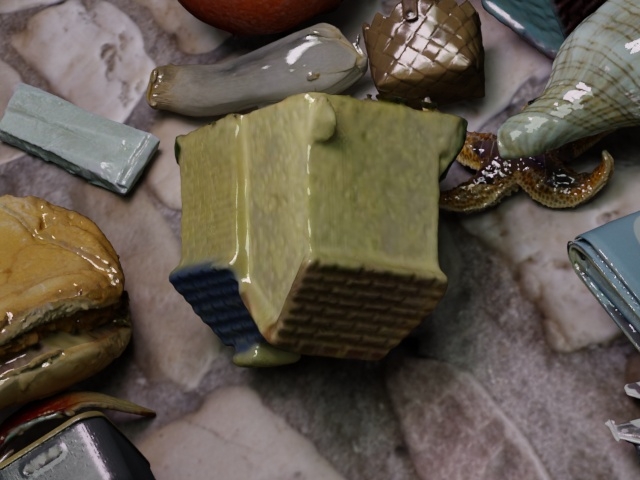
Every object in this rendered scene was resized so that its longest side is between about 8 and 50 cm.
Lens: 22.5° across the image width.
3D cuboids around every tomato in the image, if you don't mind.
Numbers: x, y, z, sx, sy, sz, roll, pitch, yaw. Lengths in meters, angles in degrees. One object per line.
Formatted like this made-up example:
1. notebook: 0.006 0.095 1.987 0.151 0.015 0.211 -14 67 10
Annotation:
1. tomato: -0.070 -0.381 1.931 0.265 0.265 0.264 -7 59 12

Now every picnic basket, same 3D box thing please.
1. picnic basket: 0.118 -0.247 1.877 0.138 0.128 0.178 -10 71 13

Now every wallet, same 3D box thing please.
1. wallet: 0.403 0.021 1.642 0.250 0.075 0.176 -21 54 -18

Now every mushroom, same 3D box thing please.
1. mushroom: -0.078 -0.198 1.928 0.278 0.099 0.096 -12 53 13

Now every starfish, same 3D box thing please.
1. starfish: 0.216 -0.101 1.809 0.238 0.071 0.216 -33 52 -16

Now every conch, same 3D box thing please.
1. conch: 0.368 -0.195 1.717 0.386 0.169 0.203 -15 69 -21

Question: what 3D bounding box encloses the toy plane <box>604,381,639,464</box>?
1. toy plane: 0.372 0.197 1.579 0.160 0.082 0.234 -13 46 -2

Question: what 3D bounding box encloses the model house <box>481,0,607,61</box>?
1. model house: 0.314 -0.347 1.865 0.280 0.249 0.230 -44 14 -15

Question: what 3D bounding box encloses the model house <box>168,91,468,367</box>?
1. model house: 0.000 0.000 1.717 0.321 0.261 0.266 -14 73 55

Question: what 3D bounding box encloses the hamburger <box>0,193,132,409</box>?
1. hamburger: -0.349 0.070 1.779 0.283 0.144 0.259 -22 42 -28

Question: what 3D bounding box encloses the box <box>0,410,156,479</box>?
1. box: -0.240 0.272 1.642 0.144 0.201 0.090 -31 62 -4

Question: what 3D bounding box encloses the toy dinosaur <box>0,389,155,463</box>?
1. toy dinosaur: -0.341 0.259 1.734 0.327 0.113 0.207 -43 19 -33

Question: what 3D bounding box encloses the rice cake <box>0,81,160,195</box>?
1. rice cake: -0.304 -0.127 1.981 0.226 0.040 0.085 23 70 26
